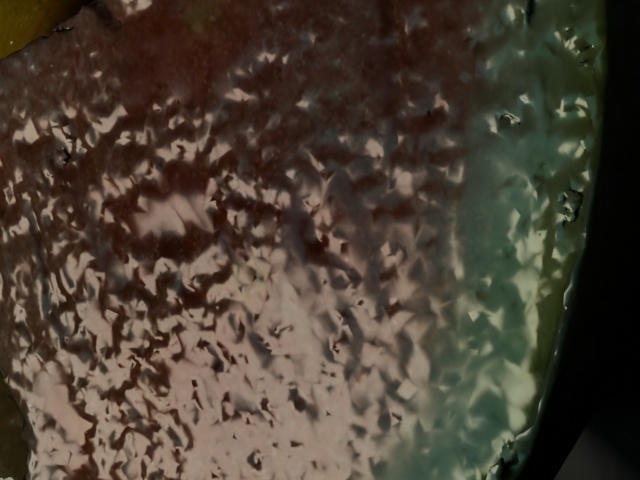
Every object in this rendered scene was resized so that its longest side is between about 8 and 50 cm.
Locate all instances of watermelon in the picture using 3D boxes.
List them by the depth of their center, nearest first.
[{"bbox_3d":[0.000,0.000,0.418,0.232,0.193,0.310,36,130,46],"label":"watermelon"}]

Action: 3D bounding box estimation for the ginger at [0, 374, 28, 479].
[{"bbox_3d":[-0.171,0.084,0.830,0.267,0.138,0.152,48,161,52],"label":"ginger"}]

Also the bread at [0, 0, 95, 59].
[{"bbox_3d":[-0.109,-0.034,0.682,0.094,0.102,0.245,33,134,40],"label":"bread"}]
